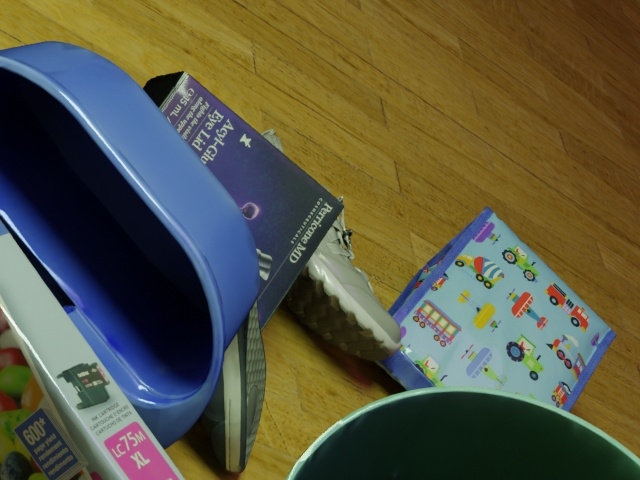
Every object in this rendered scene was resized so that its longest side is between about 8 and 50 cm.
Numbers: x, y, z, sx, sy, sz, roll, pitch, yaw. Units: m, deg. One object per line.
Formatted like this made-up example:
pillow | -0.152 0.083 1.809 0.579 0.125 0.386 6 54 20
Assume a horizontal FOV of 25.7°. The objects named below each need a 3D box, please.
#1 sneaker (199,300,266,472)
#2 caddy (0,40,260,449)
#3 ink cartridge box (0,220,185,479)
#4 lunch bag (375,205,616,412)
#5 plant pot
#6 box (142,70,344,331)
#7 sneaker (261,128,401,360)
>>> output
sneaker | -0.135 0.098 1.229 0.086 0.163 0.226 -68 157 -63
caddy | -0.208 0.009 1.062 0.341 0.241 0.179 50 23 -3
ink cartridge box | -0.242 0.102 0.960 0.311 0.186 0.065 55 31 6
lunch bag | 0.184 0.128 1.588 0.221 0.138 0.293 45 33 1
plant pot | 0.078 0.276 0.882 0.293 0.235 0.293 9 51 -11
box | -0.109 -0.033 1.310 0.207 0.108 0.153 38 75 -22
sneaker | 0.000 0.000 1.462 0.115 0.105 0.281 -40 92 -27
